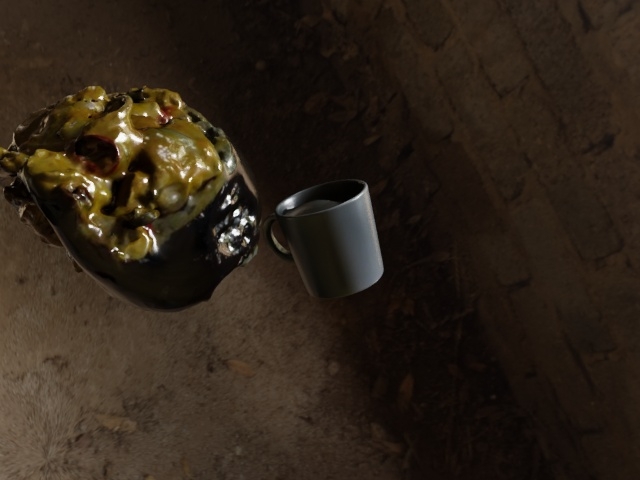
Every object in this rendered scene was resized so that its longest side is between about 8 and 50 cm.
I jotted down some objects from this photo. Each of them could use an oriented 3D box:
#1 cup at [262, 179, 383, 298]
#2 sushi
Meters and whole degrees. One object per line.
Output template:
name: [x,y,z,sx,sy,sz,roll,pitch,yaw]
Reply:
cup: [0.000,0.000,0.599,0.078,0.100,0.077,-46,125,-54]
sushi: [-0.172,-0.046,0.647,0.200,0.204,0.213,13,52,19]
